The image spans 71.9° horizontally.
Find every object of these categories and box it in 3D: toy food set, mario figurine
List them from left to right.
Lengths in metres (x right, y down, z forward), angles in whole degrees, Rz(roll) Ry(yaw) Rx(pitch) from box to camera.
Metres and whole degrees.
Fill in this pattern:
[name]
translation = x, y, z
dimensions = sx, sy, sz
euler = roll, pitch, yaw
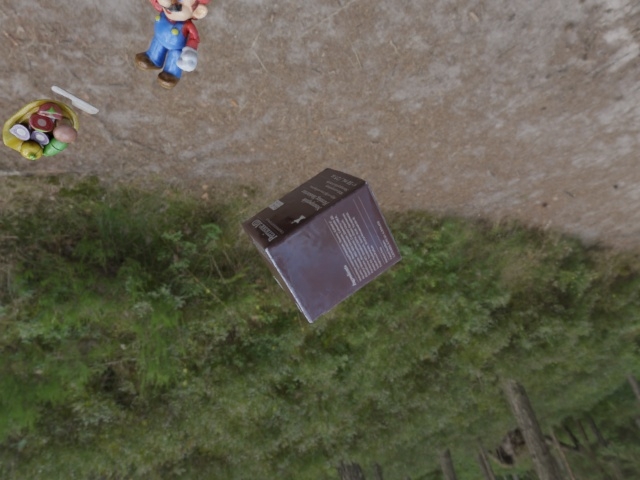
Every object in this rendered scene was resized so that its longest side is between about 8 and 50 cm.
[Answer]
[toy food set]
translation = -0.655, -0.264, 1.064
dimensions = 0.217, 0.071, 0.128
euler = -35, 149, 10
[mario figurine]
translation = -0.402, -0.563, 1.142
dimensions = 0.197, 0.170, 0.321
euler = 15, 133, -26

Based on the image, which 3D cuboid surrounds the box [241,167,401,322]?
[box]
translation = 0.000, 0.000, 0.796
dimensions = 0.203, 0.168, 0.167
euler = -34, 117, -11
